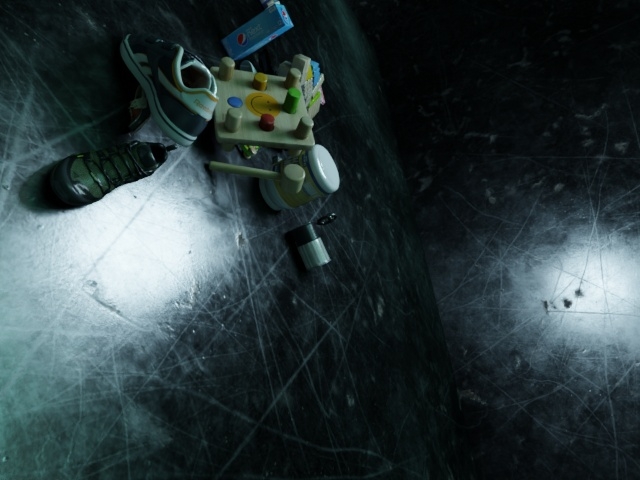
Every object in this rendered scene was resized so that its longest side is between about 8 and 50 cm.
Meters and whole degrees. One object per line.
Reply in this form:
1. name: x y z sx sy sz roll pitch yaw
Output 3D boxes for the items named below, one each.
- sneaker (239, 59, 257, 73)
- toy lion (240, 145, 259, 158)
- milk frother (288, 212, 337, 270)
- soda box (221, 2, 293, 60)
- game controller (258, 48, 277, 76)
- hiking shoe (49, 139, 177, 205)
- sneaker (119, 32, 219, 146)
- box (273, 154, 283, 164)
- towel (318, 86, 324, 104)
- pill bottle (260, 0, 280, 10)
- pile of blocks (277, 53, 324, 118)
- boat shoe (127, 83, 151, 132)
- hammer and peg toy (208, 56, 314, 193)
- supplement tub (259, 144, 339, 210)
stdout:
1. sneaker: -0.205 -0.498 1.355 0.152 0.054 0.061 71 19 2
2. toy lion: -0.212 -0.294 1.218 0.096 0.034 0.100 53 29 -19
3. milk frother: 0.000 0.000 1.294 0.134 0.143 0.129 66 17 -3
4. soda box: -0.193 -0.628 1.284 0.067 0.210 0.071 63 26 -15
5. game controller: -0.145 -0.456 1.383 0.166 0.067 0.318 111 -34 -73
6. hiking shoe: -0.344 -0.132 0.718 0.086 0.114 0.227 62 26 -17
7. sneaker: -0.296 -0.336 0.857 0.321 0.127 0.126 57 17 25
8. box: -0.123 -0.222 1.355 0.067 0.018 0.083 34 43 -52
9. towel: -0.050 -0.694 1.856 0.197 0.029 0.144 16 58 -58
10. pill bottle: -0.203 -0.950 1.678 0.120 0.067 0.067 58 27 -24
11. pile of blocks: -0.073 -0.545 1.463 0.148 0.113 0.362 -61 172 -10
12. boat shoe: -0.365 -0.268 0.857 0.043 0.049 0.136 44 32 -38
13. hammer and peg toy: -0.150 -0.303 1.088 0.266 0.127 0.360 1 60 -22
14. supplement tub: -0.062 -0.177 1.229 0.144 0.200 0.144 46 33 -43
